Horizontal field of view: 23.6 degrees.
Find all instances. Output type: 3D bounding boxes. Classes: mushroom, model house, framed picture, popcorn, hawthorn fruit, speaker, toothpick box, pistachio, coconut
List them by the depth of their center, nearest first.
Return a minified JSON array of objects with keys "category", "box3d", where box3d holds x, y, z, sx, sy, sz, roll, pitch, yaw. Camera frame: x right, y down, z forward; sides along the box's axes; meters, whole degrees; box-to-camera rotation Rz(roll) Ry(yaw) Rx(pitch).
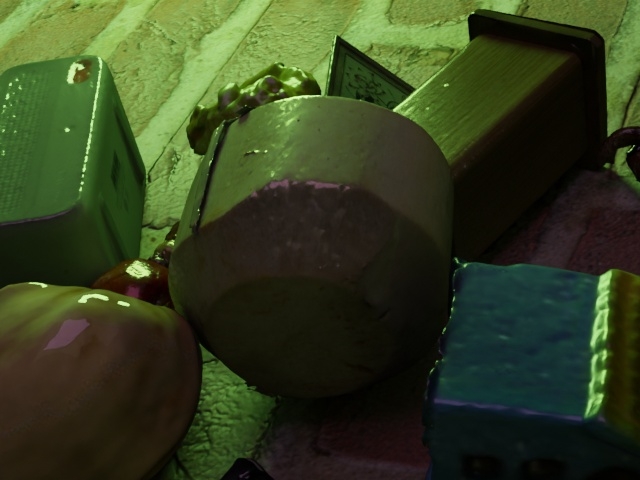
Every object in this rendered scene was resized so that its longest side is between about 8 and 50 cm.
[{"category":"model house","box3d":[0.240,0.156,1.405,0.303,0.215,0.237,2,36,12]},{"category":"pistachio","box3d":[-0.271,0.161,1.530,0.321,0.229,0.238,-24,69,-3]},{"category":"coconut","box3d":[0.000,0.000,1.608,0.323,0.323,0.323,-7,35,5]},{"category":"hawthorn fruit","box3d":[-0.198,0.086,1.688,0.125,0.125,0.140,-24,37,-17]},{"category":"toothpick box","box3d":[0.182,-0.112,1.809,0.187,0.190,0.308,20,45,34]},{"category":"mushroom","box3d":[0.415,-0.102,1.829,0.170,0.080,0.135,-2,23,14]},{"category":"speaker","box3d":[-0.323,-0.054,1.873,0.183,0.184,0.406,-9,35,4]},{"category":"popcorn","box3d":[-0.072,-0.136,1.945,0.197,0.155,0.197,-19,11,4]},{"category":"framed picture","box3d":[0.076,-0.163,1.967,0.010,0.173,0.231,-47,21,31]}]

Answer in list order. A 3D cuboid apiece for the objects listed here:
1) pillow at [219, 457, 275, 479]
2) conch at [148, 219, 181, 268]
[{"category":"pillow","box3d":[-0.089,0.265,1.472,0.135,0.055,0.091,-36,74,-28]},{"category":"conch","box3d":[-0.118,-0.002,1.833,0.232,0.080,0.086,-20,44,-14]}]
